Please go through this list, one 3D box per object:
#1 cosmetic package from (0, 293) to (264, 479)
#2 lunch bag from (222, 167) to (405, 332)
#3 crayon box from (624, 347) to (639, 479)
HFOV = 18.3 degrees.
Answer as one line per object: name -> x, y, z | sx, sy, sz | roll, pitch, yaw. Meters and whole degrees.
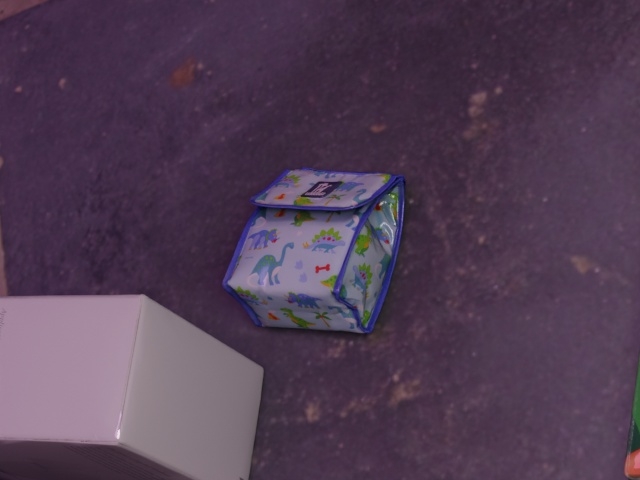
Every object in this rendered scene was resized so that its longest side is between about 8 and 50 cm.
cosmetic package -> -0.204, 0.143, 1.776 | 0.225, 0.224, 0.138 | 0, 70, 27
lunch bag -> 0.000, 0.000, 1.813 | 0.129, 0.096, 0.151 | 4, 58, 31
crayon box -> 0.368, 0.053, 1.601 | 0.202, 0.081, 0.318 | 0, 69, 28
